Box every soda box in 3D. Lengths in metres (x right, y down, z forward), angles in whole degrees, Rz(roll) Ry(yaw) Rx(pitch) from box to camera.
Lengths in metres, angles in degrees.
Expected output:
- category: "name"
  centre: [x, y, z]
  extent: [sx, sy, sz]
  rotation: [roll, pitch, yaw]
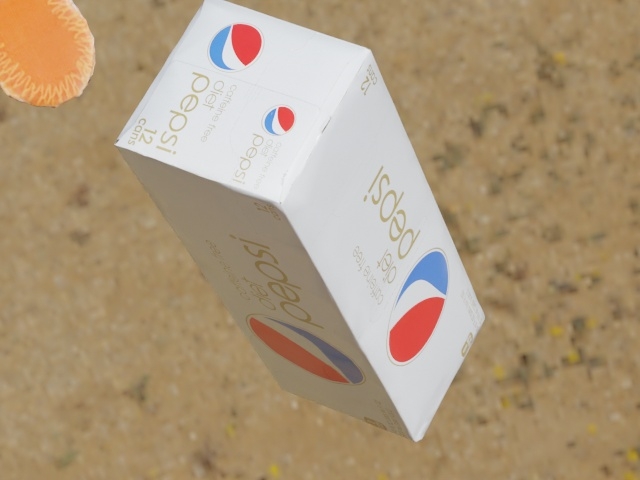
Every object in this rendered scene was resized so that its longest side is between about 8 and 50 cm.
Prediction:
- category: "soda box"
  centre: [0.000, 0.000, 0.752]
  extent: [0.074, 0.216, 0.069]
  rotation: [20, 70, 26]

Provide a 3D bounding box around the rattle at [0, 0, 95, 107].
- category: "rattle"
  centre: [-0.123, -0.144, 0.518]
  extent: [0.130, 0.143, 0.199]
  rotation: [-21, 52, 23]
